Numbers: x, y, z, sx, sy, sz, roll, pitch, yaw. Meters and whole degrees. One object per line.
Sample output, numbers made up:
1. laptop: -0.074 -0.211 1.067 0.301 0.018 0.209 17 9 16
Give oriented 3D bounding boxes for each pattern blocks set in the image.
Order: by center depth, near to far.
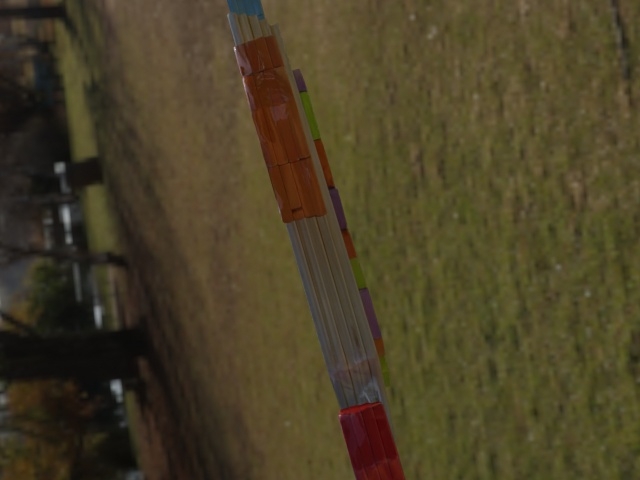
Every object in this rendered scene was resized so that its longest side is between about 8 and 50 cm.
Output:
1. pattern blocks set: 0.000 0.000 0.617 0.285 0.026 0.325 77 177 -81
